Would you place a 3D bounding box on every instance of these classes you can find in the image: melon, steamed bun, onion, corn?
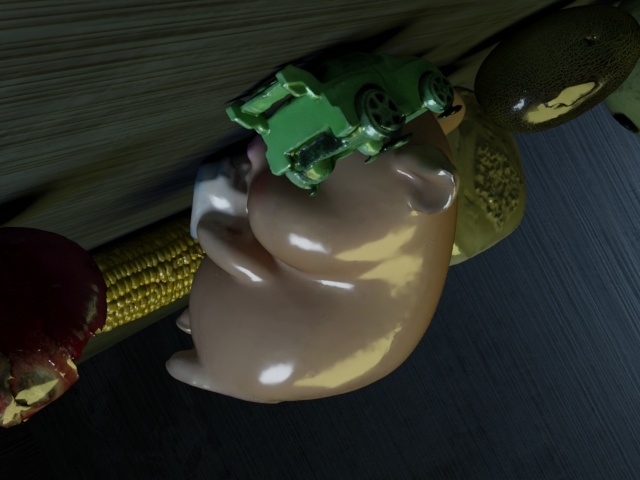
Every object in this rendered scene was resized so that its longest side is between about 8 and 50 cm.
[{"bbox_3d":[0.219,-0.160,1.276,0.162,0.099,0.099,-29,177,9],"label":"melon"},{"bbox_3d":[0.075,-0.052,1.314,0.200,0.154,0.250,-15,-174,28],"label":"steamed bun"},{"bbox_3d":[-0.217,0.037,0.855,0.150,0.140,0.150,-17,-137,16],"label":"onion"},{"bbox_3d":[-0.163,0.028,1.369,0.238,0.080,0.080,-23,176,-37],"label":"corn"}]

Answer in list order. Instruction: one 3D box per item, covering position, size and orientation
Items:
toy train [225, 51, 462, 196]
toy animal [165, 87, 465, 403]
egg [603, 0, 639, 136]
[{"bbox_3d":[0.019,-0.089,0.932,0.099,0.081,0.149,-30,-178,44],"label":"toy train"},{"bbox_3d":[-0.001,-0.004,1.120,0.213,0.256,0.195,12,-151,0],"label":"toy animal"},{"bbox_3d":[0.390,-0.201,1.429,0.228,0.177,0.177,-43,176,5],"label":"egg"}]
